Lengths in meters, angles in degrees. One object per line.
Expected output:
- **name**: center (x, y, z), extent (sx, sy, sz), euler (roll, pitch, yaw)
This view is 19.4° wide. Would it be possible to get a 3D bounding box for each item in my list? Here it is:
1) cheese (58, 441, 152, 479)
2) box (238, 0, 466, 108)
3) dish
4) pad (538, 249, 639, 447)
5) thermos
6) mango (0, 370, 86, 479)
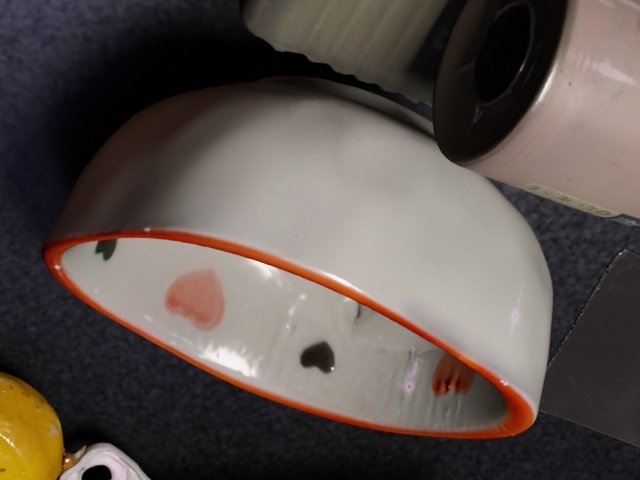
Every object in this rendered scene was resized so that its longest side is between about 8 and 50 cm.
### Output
- **cheese**: center (-0.061, 0.193, 1.100), extent (0.137, 0.064, 0.227), euler (-41, 114, 13)
- **box**: center (0.088, -0.153, 0.894), extent (0.274, 0.138, 0.178), euler (21, 118, -16)
- **dish**: center (0.000, 0.000, 0.929), extent (0.256, 0.256, 0.117), euler (26, 72, -19)
- **pad**: center (0.229, 0.084, 1.109), extent (0.193, 0.004, 0.116), euler (22, 113, -17)
- **thermos**: center (0.150, -0.048, 0.856), extent (0.193, 0.105, 0.137), euler (19, 152, -24)
- **mango**: center (-0.224, 0.110, 1.036), extent (0.187, 0.066, 0.101), euler (-1, 126, -1)
